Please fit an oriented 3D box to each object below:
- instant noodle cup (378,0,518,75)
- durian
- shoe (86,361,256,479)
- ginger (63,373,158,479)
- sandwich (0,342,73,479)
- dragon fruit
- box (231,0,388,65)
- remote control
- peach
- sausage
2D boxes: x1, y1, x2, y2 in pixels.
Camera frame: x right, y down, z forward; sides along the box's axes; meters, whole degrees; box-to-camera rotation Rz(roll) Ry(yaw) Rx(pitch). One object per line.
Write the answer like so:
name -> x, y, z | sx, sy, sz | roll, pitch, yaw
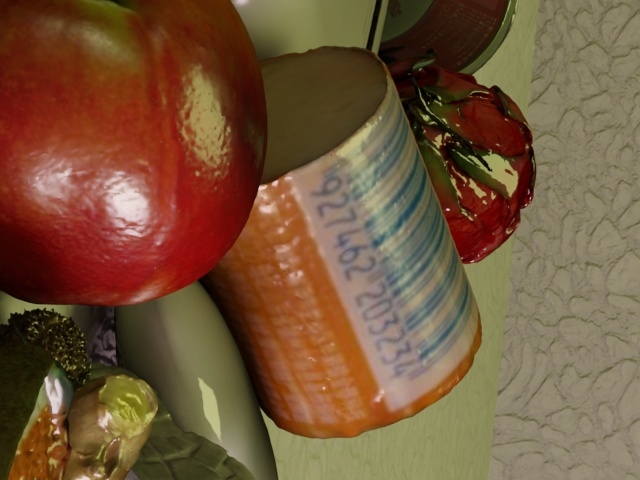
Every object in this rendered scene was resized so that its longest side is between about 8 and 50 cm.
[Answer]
instant noodle cup -> 0.090, -0.295, 2.058 | 0.178, 0.235, 0.234 | 6, 88, -66
durian -> -0.209, 0.090, 1.316 | 0.080, 0.091, 0.080 | 53, 9, -12
shoe -> -0.140, 0.198, 1.388 | 0.099, 0.227, 0.125 | -10, 134, -50
ginger -> -0.184, 0.191, 1.292 | 0.205, 0.081, 0.115 | -63, 178, 29
sandwich -> -0.240, 0.206, 1.171 | 0.212, 0.109, 0.292 | 51, 49, -81
dragon fruit -> 0.105, -0.079, 1.888 | 0.293, 0.234, 0.233 | 26, 68, -66
box -> -0.029, -0.255, 1.756 | 0.349, 0.141, 0.288 | 67, 30, -59
remote control -> -0.104, 0.148, 1.568 | 0.332, 0.103, 0.221 | 73, -2, -53
peach -> -0.153, -0.068, 1.283 | 0.249, 0.245, 0.274 | -32, 140, -38
sausage -> 0.000, 0.000, 1.607 | 0.233, 0.233, 0.287 | -70, 143, -47
